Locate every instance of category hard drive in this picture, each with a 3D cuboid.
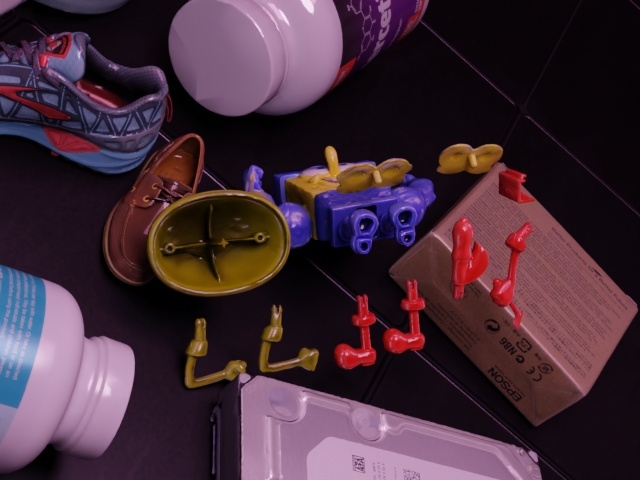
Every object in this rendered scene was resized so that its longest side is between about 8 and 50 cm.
[{"bbox_3d":[0.065,0.263,1.023,0.339,0.064,0.237,19,47,-26],"label":"hard drive"}]

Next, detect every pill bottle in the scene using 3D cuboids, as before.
[{"bbox_3d":[-0.020,-0.250,1.272,0.181,0.181,0.323,46,42,1],"label":"pill bottle"},{"bbox_3d":[-0.271,0.079,0.834,0.264,0.146,0.146,21,47,-24],"label":"pill bottle"}]

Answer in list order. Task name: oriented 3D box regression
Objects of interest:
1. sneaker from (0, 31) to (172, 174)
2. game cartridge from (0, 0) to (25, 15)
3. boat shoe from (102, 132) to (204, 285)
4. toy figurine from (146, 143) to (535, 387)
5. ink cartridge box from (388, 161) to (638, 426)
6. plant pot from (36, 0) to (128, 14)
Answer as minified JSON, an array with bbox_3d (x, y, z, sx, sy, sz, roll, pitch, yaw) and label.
[{"bbox_3d":[-0.255,-0.154,1.048,0.262,0.125,0.104,14,49,-30],"label":"sneaker"},{"bbox_3d":[-0.348,-0.255,0.916,0.355,0.068,0.230,-42,127,-37],"label":"game cartridge"},{"bbox_3d":[-0.150,-0.035,1.087,0.064,0.060,0.178,32,43,-15],"label":"boat shoe"},{"bbox_3d":[0.000,0.000,1.147,0.363,0.217,0.191,-12,108,-16],"label":"toy figurine"},{"bbox_3d":[0.216,0.055,1.290,0.234,0.088,0.193,47,40,3],"label":"ink cartridge box"},{"bbox_3d":[-0.236,-0.403,1.167,0.293,0.196,0.293,31,41,-32],"label":"plant pot"}]
